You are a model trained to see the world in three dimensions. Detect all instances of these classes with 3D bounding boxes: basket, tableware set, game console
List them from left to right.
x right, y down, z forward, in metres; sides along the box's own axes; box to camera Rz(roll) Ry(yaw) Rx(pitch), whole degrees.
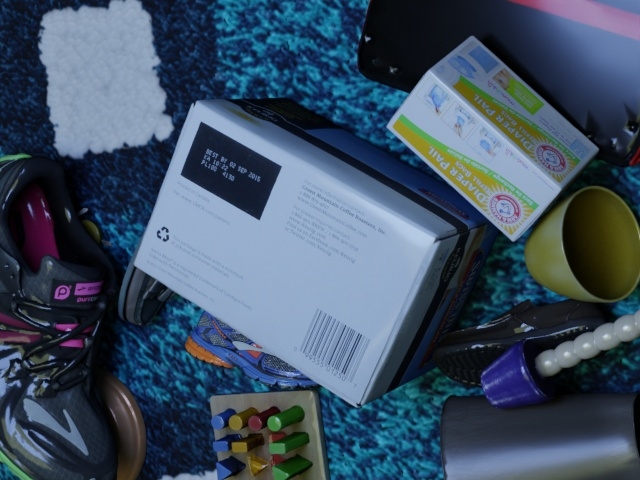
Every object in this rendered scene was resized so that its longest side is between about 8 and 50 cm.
[{"bbox_3d":[-0.329,0.037,2.087,0.104,0.024,0.154,-26,85,30],"label":"tableware set"},{"bbox_3d":[0.245,-0.302,1.742,0.387,0.060,0.342,22,111,24],"label":"game console"},{"bbox_3d":[0.275,0.261,1.734,0.227,0.154,0.204,-14,78,24],"label":"basket"}]

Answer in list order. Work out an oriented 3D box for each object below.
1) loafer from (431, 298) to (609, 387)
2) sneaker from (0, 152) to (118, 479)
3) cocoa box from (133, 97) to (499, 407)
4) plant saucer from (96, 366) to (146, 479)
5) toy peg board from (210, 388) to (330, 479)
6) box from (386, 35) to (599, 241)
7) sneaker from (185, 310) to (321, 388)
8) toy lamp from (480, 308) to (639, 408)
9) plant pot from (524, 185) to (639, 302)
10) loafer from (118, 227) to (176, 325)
[{"bbox_3d":[0.241,0.116,1.776,0.220,0.078,0.080,-12,131,18],"label":"loafer"},{"bbox_3d":[-0.368,0.110,1.975,0.202,0.185,0.482,-25,79,47],"label":"sneaker"},{"bbox_3d":[0.000,0.000,1.796,0.347,0.228,0.231,30,109,21],"label":"cocoa box"},{"bbox_3d":[-0.338,0.276,2.109,0.200,0.037,0.200,3,97,26],"label":"plant saucer"},{"bbox_3d":[-0.080,0.284,1.954,0.161,0.079,0.161,-6,93,27],"label":"toy peg board"},{"bbox_3d":[0.198,-0.117,1.711,0.203,0.114,0.103,42,134,5],"label":"box"},{"bbox_3d":[-0.074,0.137,1.936,0.221,0.083,0.087,17,95,21],"label":"sneaker"},{"bbox_3d":[0.305,0.116,1.661,0.275,0.080,0.080,-28,83,27],"label":"toy lamp"},{"bbox_3d":[0.292,0.012,1.718,0.095,0.134,0.134,-17,88,52],"label":"plant pot"},{"bbox_3d":[-0.187,0.003,1.972,0.084,0.096,0.267,28,106,16],"label":"loafer"}]
